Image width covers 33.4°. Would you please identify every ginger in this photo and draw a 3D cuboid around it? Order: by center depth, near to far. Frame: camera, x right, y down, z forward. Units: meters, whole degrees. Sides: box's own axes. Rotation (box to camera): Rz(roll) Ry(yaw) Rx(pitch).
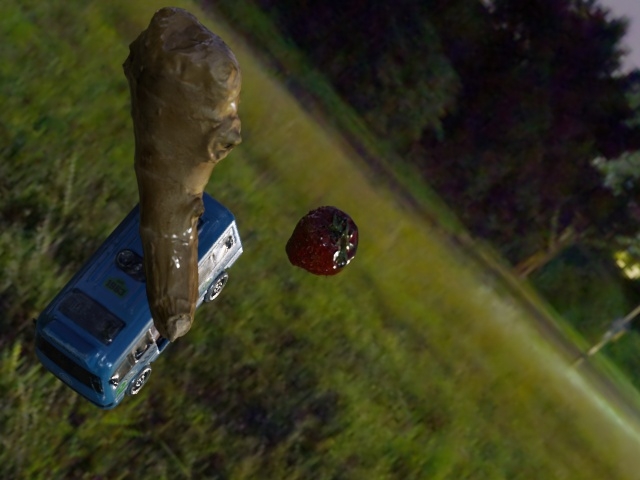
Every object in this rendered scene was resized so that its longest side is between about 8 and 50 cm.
[{"bbox_3d":[-0.119,-0.053,0.925,0.131,0.295,0.086,19,25,37],"label":"ginger"}]

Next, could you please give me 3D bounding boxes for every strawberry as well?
[{"bbox_3d":[0.000,0.001,1.485,0.106,0.106,0.106,47,11,-12],"label":"strawberry"}]

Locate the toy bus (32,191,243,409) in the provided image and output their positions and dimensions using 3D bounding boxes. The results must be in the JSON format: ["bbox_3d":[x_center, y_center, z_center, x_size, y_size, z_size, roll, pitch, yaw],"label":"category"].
[{"bbox_3d":[-0.198,0.053,1.161,0.113,0.246,0.134,34,-21,12],"label":"toy bus"}]
